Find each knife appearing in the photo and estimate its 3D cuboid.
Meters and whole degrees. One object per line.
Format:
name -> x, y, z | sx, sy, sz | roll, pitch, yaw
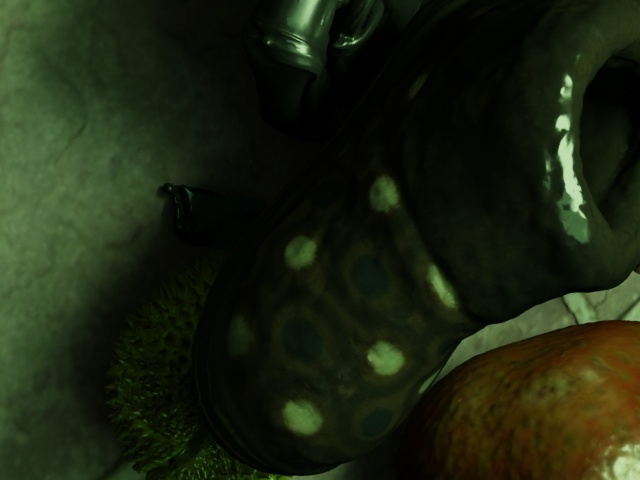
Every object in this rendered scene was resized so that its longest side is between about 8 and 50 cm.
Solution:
knife -> 0.001, 0.000, 1.375 | 0.296, 0.026, 0.044 | 10, 81, -37

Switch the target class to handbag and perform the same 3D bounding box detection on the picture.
handbag -> 0.028, -0.190, 1.226 | 0.088, 0.275, 0.244 | 28, 83, 3

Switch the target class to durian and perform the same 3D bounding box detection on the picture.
durian -> -0.077, 0.093, 1.265 | 0.159, 0.146, 0.198 | 21, 73, -35

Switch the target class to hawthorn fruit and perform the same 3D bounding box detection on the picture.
hawthorn fruit -> 0.240, 0.187, 1.430 | 0.369, 0.285, 0.285 | -28, 114, -33

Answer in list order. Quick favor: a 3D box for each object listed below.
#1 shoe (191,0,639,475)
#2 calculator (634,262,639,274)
shoe -> 0.091, -0.005, 1.151 | 0.171, 0.237, 0.384 | 47, 67, -28
calculator -> 0.310, -0.130, 1.472 | 0.048, 0.220, 0.329 | 17, 90, -11
